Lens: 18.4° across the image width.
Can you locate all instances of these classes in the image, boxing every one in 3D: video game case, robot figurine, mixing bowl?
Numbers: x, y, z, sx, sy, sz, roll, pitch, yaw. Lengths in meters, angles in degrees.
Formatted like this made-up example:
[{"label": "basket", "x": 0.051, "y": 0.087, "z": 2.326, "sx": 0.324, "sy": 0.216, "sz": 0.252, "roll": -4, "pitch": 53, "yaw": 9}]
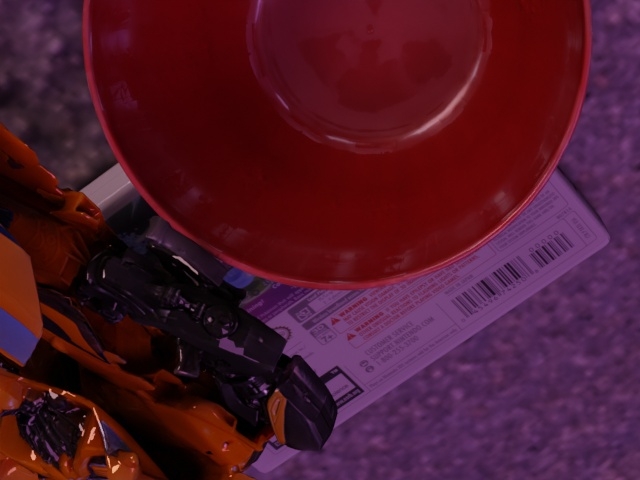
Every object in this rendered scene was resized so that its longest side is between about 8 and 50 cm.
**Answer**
[{"label": "video game case", "x": 0.000, "y": 0.000, "z": 0.862, "sx": 0.201, "sy": 0.023, "sz": 0.183, "roll": -35, "pitch": 129, "yaw": 13}, {"label": "robot figurine", "x": -0.134, "y": 0.022, "z": 0.745, "sx": 0.291, "sy": 0.211, "sz": 0.085, "roll": 38, "pitch": 65, "yaw": -28}, {"label": "mixing bowl", "x": 0.011, "y": -0.078, "z": 0.732, "sx": 0.182, "sy": 0.098, "sz": 0.181, "roll": 1, "pitch": 97, "yaw": 9}]
